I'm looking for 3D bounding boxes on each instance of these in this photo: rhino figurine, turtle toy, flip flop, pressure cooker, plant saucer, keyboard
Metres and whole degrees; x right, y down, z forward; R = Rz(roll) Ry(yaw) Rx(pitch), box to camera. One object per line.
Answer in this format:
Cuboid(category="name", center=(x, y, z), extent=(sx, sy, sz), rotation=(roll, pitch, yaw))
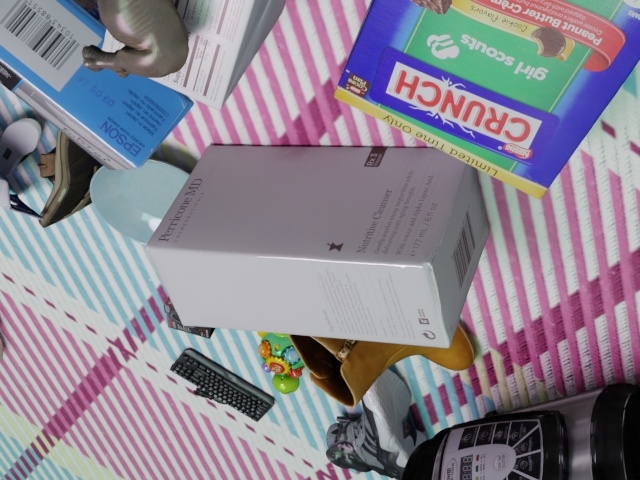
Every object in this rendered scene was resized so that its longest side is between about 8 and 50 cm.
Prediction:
Cuboid(category="rhino figurine", center=(-0.197, -0.255, 1.119), extent=(0.106, 0.073, 0.243), rotation=(2, 129, 29))
Cuboid(category="turtle toy", center=(-0.056, 0.189, 1.871), extent=(0.095, 0.066, 0.130), rotation=(10, 138, 19))
Cuboid(category="flip flop", center=(-0.354, -0.117, 1.674), extent=(0.080, 0.112, 0.277), rotation=(46, 146, 16))
Cuboid(category="pressure cooker", center=(0.303, 0.420, 1.657), extent=(0.420, 0.370, 0.375), rotation=(-20, 83, 30))
Cuboid(category="plant saucer", center=(-0.232, -0.061, 1.700), extent=(0.195, 0.037, 0.195), rotation=(9, 140, 7))
Cuboid(category="keyboard", center=(-0.175, 0.257, 2.046), extent=(0.180, 0.023, 0.108), rotation=(33, 140, -7))

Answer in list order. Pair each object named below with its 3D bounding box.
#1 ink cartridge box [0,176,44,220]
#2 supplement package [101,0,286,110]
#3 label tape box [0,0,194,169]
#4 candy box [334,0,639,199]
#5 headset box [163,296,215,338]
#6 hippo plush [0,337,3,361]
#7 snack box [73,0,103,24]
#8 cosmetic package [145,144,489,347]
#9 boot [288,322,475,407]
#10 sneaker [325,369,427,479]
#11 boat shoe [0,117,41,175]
Cuboid(category="ink cartridge box", center=(-0.523, -0.091, 1.712), extent=(0.224, 0.045, 0.223), rotation=(14, -176, -27))
Cuboid(category="supplement package", center=(-0.103, -0.311, 1.222), extent=(0.145, 0.204, 0.262), rotation=(25, 136, 0))
Cuboid(category="label tape box", center=(-0.305, -0.194, 1.421), extent=(0.241, 0.106, 0.334), rotation=(40, 171, -16))
Cuboid(category="candy box", center=(0.188, -0.228, 1.238), extent=(0.268, 0.122, 0.317), rotation=(25, 142, 0))
Cuboid(category="headset box", center=(-0.212, 0.119, 1.903), extent=(0.083, 0.032, 0.062), rotation=(14, 140, 11))
Cuboid(category="hippo plush", center=(-0.728, 0.192, 2.096), extent=(0.294, 0.236, 0.234), rotation=(42, 138, -19))
Cuboid(category="snack box", center=(-0.284, -0.302, 1.473), extent=(0.064, 0.022, 0.178), rotation=(42, 143, -20))
Cuboid(category="cosmetic package", center=(0.000, 0.000, 1.520), extent=(0.385, 0.217, 0.156), rotation=(3, 135, 22))
Cuboid(category="boot", center=(0.083, 0.154, 1.645), extent=(0.295, 0.211, 0.104), rotation=(43, 138, -21))
Cuboid(category="sneaker", center=(0.071, 0.299, 1.897), extent=(0.153, 0.101, 0.268), rotation=(-1, 137, 25))
Cuboid(category="boat shoe", center=(-0.439, -0.143, 1.728), extent=(0.049, 0.040, 0.142), rotation=(45, 137, -9))
